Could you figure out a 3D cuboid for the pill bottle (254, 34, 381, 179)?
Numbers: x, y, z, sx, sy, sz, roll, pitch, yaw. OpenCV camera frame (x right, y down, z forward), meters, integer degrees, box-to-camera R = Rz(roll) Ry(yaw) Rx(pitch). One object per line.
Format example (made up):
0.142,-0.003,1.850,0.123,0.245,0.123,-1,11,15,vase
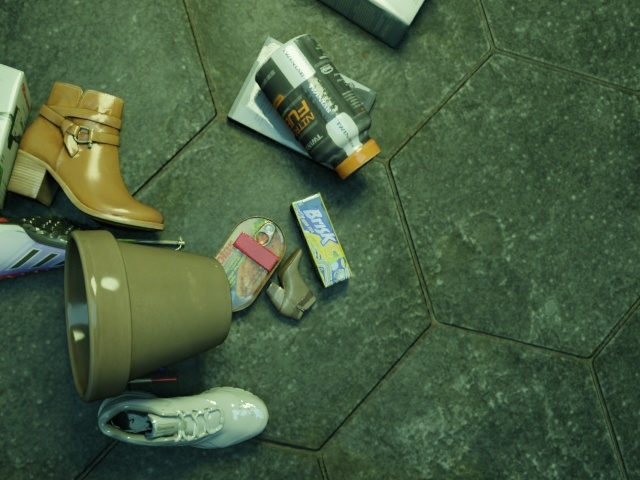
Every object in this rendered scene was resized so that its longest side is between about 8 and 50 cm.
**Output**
0.004,-0.230,1.071,0.130,0.130,0.246,-37,92,-9,pill bottle

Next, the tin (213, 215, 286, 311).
-0.142,0.043,1.107,0.106,0.040,0.190,36,81,-8,tin

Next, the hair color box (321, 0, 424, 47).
0.042,-0.560,1.140,0.374,0.113,0.185,31,82,-5,hair color box

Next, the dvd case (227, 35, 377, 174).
-0.033,-0.258,1.149,0.238,0.029,0.179,26,83,-5,dvd case

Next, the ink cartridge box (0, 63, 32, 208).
-0.552,-0.173,0.991,0.086,0.153,0.209,13,78,-18,ink cartridge box

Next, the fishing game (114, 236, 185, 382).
-0.328,0.125,1.074,0.189,0.041,0.264,-2,78,-9,fishing game

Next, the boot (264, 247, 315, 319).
-0.044,0.085,1.119,0.087,0.042,0.118,38,83,-10,boot

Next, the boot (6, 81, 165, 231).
-0.383,-0.144,1.063,0.283,0.109,0.220,18,79,1,boot

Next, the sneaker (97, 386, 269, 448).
-0.234,0.314,1.027,0.297,0.129,0.111,-1,84,-9,sneaker

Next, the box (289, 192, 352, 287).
0.000,0.000,1.121,0.059,0.054,0.169,-22,88,-9,box

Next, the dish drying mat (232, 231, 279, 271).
-0.118,0.020,1.091,0.083,0.008,0.032,36,82,-5,dish drying mat

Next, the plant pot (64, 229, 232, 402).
-0.274,0.110,0.962,0.229,0.263,0.263,-3,86,-31,plant pot

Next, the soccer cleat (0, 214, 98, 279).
-0.525,0.017,1.031,0.318,0.109,0.117,7,106,-10,soccer cleat
